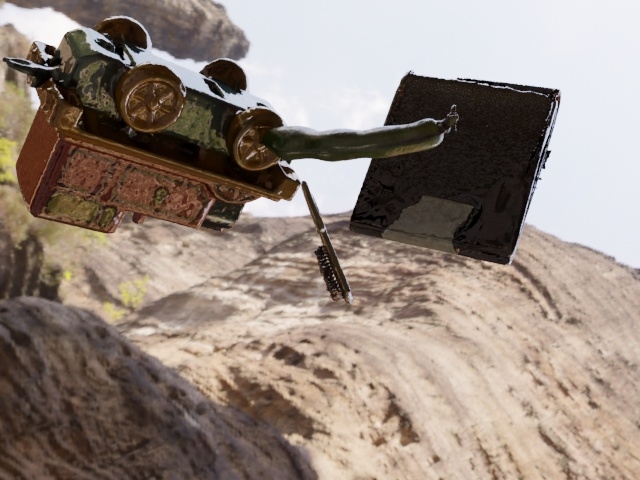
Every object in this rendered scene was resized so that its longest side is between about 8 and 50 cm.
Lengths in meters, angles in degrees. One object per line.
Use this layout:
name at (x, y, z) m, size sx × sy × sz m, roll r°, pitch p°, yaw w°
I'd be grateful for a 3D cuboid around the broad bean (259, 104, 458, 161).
broad bean at (0.034, -0.108, 0.845) m, size 0.227 × 0.069 × 0.039 m, roll -3°, pitch -55°, yaw 20°

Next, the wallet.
wallet at (0.176, -0.106, 1.028) m, size 0.221 × 0.071 × 0.262 m, roll 14°, pitch -114°, yaw 20°

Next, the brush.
brush at (0.000, 0.000, 1.283) m, size 0.036 × 0.043 × 0.247 m, roll -17°, pitch -128°, yaw -5°

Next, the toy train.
toy train at (-0.204, -0.117, 0.938) m, size 0.231 × 0.369 × 0.163 m, roll -56°, pitch -138°, yaw 22°
